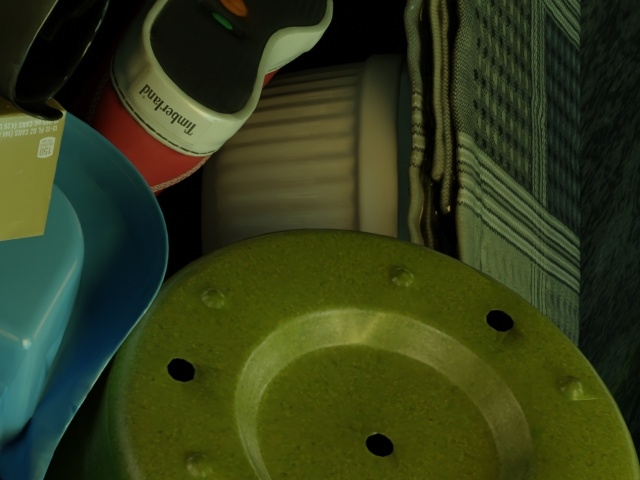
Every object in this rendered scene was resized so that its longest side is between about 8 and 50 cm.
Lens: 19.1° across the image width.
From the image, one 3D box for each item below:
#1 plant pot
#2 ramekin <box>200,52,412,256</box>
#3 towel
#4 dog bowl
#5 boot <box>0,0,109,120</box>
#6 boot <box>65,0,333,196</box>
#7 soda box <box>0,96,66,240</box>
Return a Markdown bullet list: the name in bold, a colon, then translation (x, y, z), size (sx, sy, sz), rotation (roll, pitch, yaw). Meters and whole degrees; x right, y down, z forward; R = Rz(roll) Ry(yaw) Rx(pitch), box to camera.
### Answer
- **plant pot**: translation (-0.020, 0.192, 0.916), size (0.366, 0.366, 0.353), rotation (-42, 162, -42)
- **ramekin**: translation (0.000, 0.000, 1.077), size (0.207, 0.109, 0.207), rotation (-2, 90, -82)
- **towel**: translation (0.099, -0.093, 1.120), size (0.324, 0.056, 0.312), rotation (32, 58, -68)
- **dog bowl**: translation (-0.169, 0.051, 0.736), size (0.297, 0.166, 0.074), rotation (-68, -177, -50)
- **boot**: translation (-0.114, -0.152, 0.696), size (0.077, 0.137, 0.198), rotation (-6, 120, -64)
- **boot**: translation (-0.089, -0.068, 0.954), size (0.176, 0.088, 0.244), rotation (-43, -171, 30)
- **soda box**: translation (-0.189, -0.029, 0.695), size (0.181, 0.061, 0.058), rotation (-10, 127, -37)
